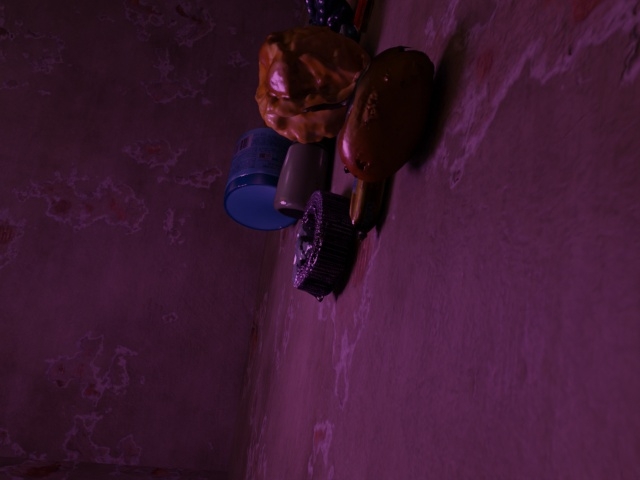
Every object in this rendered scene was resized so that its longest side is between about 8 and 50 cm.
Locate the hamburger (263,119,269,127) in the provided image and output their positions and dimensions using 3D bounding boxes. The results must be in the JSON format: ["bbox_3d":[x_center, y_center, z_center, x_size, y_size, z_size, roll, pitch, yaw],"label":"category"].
[{"bbox_3d":[-0.161,-0.579,2.291,0.274,0.212,0.274,-170,90,-78],"label":"hamburger"}]

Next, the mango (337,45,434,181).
[{"bbox_3d":[0.123,-0.222,0.873,0.156,0.151,0.248,-10,-54,-59],"label":"mango"}]

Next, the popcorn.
[{"bbox_3d":[-0.014,-0.447,1.401,0.382,0.349,0.348,33,115,49],"label":"popcorn"}]

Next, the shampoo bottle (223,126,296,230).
[{"bbox_3d":[-0.241,-0.274,2.136,0.331,0.332,0.342,117,160,-54],"label":"shampoo bottle"}]

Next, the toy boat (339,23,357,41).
[{"bbox_3d":[0.049,-0.617,1.601,0.215,0.102,0.088,112,161,-57],"label":"toy boat"}]

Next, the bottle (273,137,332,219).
[{"bbox_3d":[-0.047,-0.251,1.645,0.168,0.169,0.346,143,140,-73],"label":"bottle"}]

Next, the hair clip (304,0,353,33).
[{"bbox_3d":[0.006,-0.733,1.680,0.194,0.207,0.310,-102,29,-47],"label":"hair clip"}]

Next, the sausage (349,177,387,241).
[{"bbox_3d":[0.113,-0.181,1.030,0.082,0.082,0.371,-168,87,-78],"label":"sausage"}]

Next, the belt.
[{"bbox_3d":[0.000,0.000,1.311,0.324,0.122,0.260,-99,27,-59],"label":"belt"}]

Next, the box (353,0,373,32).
[{"bbox_3d":[0.132,-0.706,1.496,0.133,0.023,0.090,-97,19,-55],"label":"box"}]
